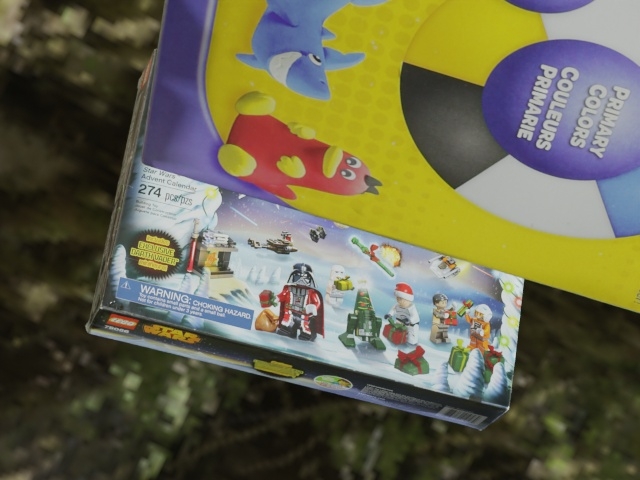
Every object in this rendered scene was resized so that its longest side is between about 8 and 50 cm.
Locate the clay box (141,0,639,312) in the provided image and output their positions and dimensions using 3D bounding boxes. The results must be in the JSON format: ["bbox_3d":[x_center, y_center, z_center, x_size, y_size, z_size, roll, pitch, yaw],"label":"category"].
[{"bbox_3d":[0.075,-0.045,0.474,0.127,0.222,0.053,104,5,-46],"label":"clay box"}]

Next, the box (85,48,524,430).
[{"bbox_3d":[0.000,0.000,0.650,0.027,0.137,0.094,128,-27,-62],"label":"box"}]
